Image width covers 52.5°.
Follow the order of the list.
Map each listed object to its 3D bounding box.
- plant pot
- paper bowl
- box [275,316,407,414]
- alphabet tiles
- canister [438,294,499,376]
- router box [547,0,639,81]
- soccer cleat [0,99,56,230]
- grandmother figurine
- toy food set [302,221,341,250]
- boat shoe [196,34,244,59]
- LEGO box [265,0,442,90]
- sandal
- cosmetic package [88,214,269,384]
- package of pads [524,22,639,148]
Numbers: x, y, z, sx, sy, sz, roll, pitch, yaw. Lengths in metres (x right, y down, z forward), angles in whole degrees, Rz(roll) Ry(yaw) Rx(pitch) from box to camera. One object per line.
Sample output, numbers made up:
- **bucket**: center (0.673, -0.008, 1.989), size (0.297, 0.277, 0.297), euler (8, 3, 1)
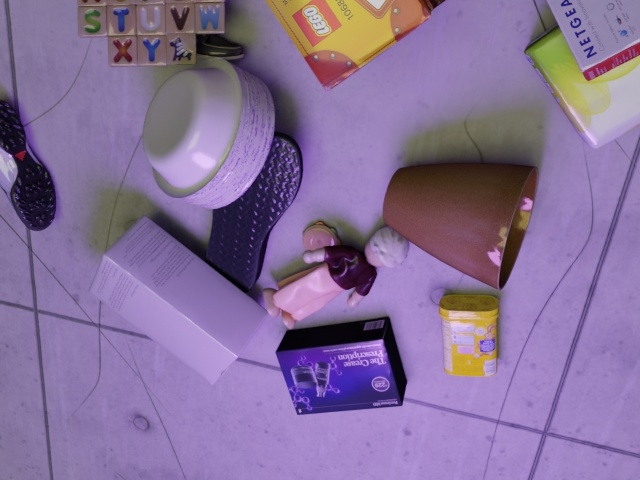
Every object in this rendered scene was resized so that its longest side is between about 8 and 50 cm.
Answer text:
- **plant pot**: center (0.257, -0.054, 1.250), size (0.254, 0.237, 0.237), euler (17, 117, 22)
- **paper bowl**: center (-0.233, -0.213, 1.256), size (0.284, 0.148, 0.284), euler (-13, 70, 39)
- **box**: center (0.051, 0.296, 1.515), size (0.261, 0.103, 0.184), euler (-11, 113, 19)
- **alphabet tiles**: center (-0.320, -0.502, 1.221), size (0.285, 0.011, 0.343), euler (0, 93, 5)
- **canister**: center (0.325, 0.209, 1.417), size (0.126, 0.073, 0.170), euler (0, 114, 15)
- **router box**: center (0.480, -0.467, 0.993), size (0.301, 0.082, 0.335), euler (-27, 79, 26)
- **soccer cleat**: center (-0.724, -0.172, 1.527), size (0.116, 0.108, 0.318), euler (2, 119, 38)
- **grandmother figurine**: center (0.037, 0.072, 1.420), size (0.342, 0.104, 0.208), euler (-29, 142, 20)
- **toy food set**: center (0.000, 0.000, 1.440), size (0.083, 0.020, 0.082), euler (-19, 107, 22)
- **boat shoe**: center (-0.248, -0.409, 1.298), size (0.206, 0.075, 0.065), euler (17, 120, 12)
- **LEGO box**: center (-0.017, -0.526, 1.017), size (0.193, 0.372, 0.500), euler (-30, 102, 25)
- **sandal**: center (-0.153, -0.070, 1.419), size (0.167, 0.107, 0.446), euler (28, 130, 1)
- **cosmetic package**: center (-0.326, 0.142, 1.488), size (0.365, 0.155, 0.197), euler (38, 139, -5)
- **package of pads**: center (0.537, -0.324, 1.109), size (0.296, 0.101, 0.229), euler (-33, 100, 25)
